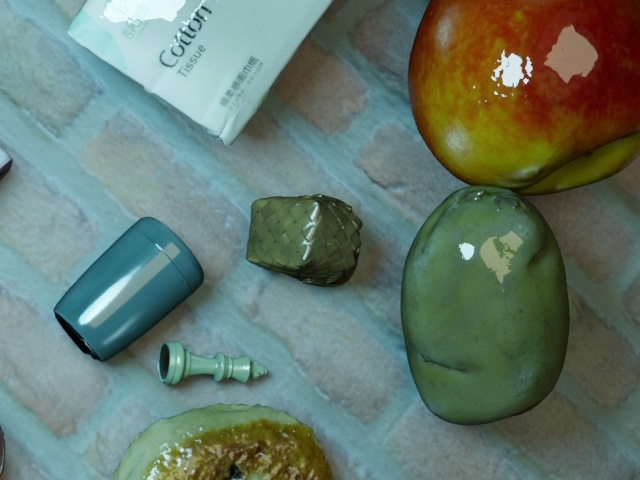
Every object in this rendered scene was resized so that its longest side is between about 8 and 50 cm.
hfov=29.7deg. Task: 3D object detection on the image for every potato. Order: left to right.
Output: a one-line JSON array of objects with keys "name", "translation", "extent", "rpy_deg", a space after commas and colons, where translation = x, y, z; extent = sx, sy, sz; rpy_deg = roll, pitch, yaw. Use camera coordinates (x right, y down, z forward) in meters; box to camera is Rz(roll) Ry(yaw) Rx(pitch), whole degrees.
[{"name": "potato", "translation": [0.222, 0.086, 1.662], "extent": [0.221, 0.243, 0.326], "rpy_deg": [-8, 96, -15]}]

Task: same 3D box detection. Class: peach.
[{"name": "peach", "translation": [0.306, -0.257, 1.706], "extent": [0.388, 0.388, 0.388], "rpy_deg": [3, 80, -18]}]

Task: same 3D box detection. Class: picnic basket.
[{"name": "picnic basket", "translation": [0.000, 0.000, 1.673], "extent": [0.178, 0.138, 0.128], "rpy_deg": [19, 79, -49]}]

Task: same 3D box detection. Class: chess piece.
[{"name": "chess piece", "translation": [-0.141, 0.171, 1.633], "extent": [0.149, 0.059, 0.059], "rpy_deg": [8, 78, -21]}]

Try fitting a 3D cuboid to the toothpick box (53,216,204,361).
[{"name": "toothpick box", "translation": [-0.254, 0.067, 1.578], "extent": [0.184, 0.120, 0.120], "rpy_deg": [-43, 96, -17]}]

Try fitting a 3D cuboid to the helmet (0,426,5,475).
[{"name": "helmet", "translation": [-0.471, 0.244, 1.480], "extent": [0.175, 0.106, 0.155], "rpy_deg": [43, 73, -13]}]

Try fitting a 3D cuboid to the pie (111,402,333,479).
[{"name": "pie", "translation": [-0.124, 0.361, 1.589], "extent": [0.315, 0.092, 0.315], "rpy_deg": [3, 80, -20]}]

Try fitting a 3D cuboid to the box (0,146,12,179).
[{"name": "box", "translation": [-0.585, -0.161, 1.509], "extent": [0.370, 0.112, 0.190], "rpy_deg": [43, 69, -8]}]

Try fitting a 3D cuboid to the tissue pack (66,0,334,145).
[{"name": "tissue pack", "translation": [-0.122, -0.344, 1.587], "extent": [0.266, 0.194, 0.356], "rpy_deg": [34, 99, -13]}]
